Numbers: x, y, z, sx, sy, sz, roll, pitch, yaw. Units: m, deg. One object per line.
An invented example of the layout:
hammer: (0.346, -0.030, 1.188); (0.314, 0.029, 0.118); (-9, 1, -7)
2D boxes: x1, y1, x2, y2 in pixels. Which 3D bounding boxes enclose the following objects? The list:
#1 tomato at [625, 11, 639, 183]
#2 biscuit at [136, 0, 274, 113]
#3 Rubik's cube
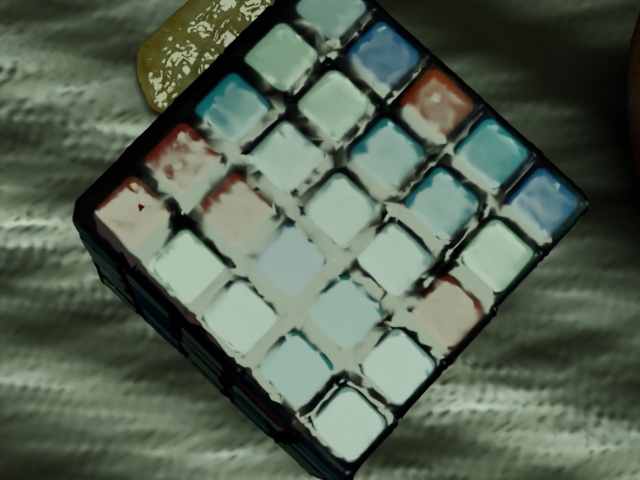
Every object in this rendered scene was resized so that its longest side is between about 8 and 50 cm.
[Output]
tomato: (0.295, -0.074, 0.695); (0.265, 0.265, 0.265); (1, 80, -5)
biscuit: (-0.048, -0.128, 0.785); (0.071, 0.018, 0.147); (45, 81, 2)
Rubik's cube: (0.000, 0.000, 0.684); (0.187, 0.184, 0.182); (43, 80, 2)
